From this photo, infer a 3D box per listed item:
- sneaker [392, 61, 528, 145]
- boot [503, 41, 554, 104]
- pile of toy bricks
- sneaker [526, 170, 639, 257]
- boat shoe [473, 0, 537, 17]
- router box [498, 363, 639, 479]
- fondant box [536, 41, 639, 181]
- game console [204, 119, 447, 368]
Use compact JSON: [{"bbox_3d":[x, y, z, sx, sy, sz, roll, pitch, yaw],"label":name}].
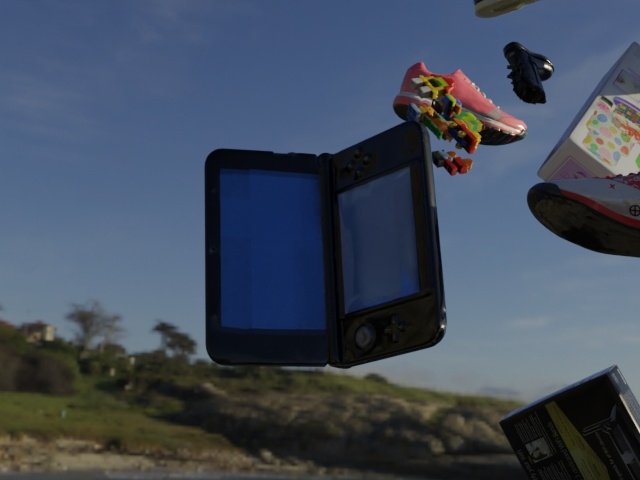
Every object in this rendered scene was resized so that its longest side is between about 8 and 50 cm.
[{"bbox_3d":[0.321,-0.305,2.161,0.313,0.136,0.116,16,-11,-11],"label":"sneaker"},{"bbox_3d":[0.347,-0.263,1.600,0.121,0.099,0.045,22,-45,-38],"label":"boot"},{"bbox_3d":[0.247,-0.211,1.786,0.105,0.212,0.118,-10,-47,-22],"label":"pile of toy bricks"},{"bbox_3d":[0.410,-0.055,1.240,0.270,0.145,0.090,17,-34,32],"label":"sneaker"},{"bbox_3d":[0.364,-0.444,1.642,0.233,0.079,0.084,-13,-15,17],"label":"boat shoe"},{"bbox_3d":[0.518,0.424,1.851,0.243,0.309,0.081,-31,-9,30],"label":"router box"},{"bbox_3d":[0.511,-0.141,1.545,0.238,0.330,0.096,39,-42,3],"label":"fondant box"},{"bbox_3d":[0.000,0.000,1.214,0.173,0.293,0.250,15,-26,-43],"label":"game console"}]
